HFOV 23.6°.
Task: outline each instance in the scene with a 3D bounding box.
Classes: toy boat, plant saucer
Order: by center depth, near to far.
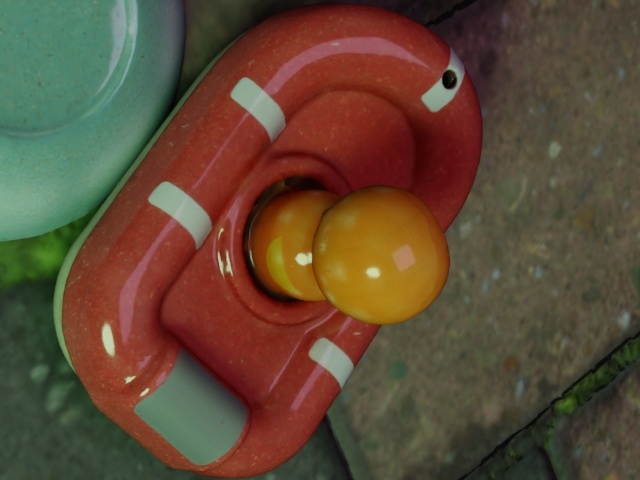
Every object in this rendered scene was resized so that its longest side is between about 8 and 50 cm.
[{"bbox_3d":[-0.132,-0.095,0.653,0.195,0.037,0.195,-3,96,-36],"label":"plant saucer"},{"bbox_3d":[0.000,0.000,0.686,0.151,0.151,0.231,46,68,-32],"label":"toy boat"}]
